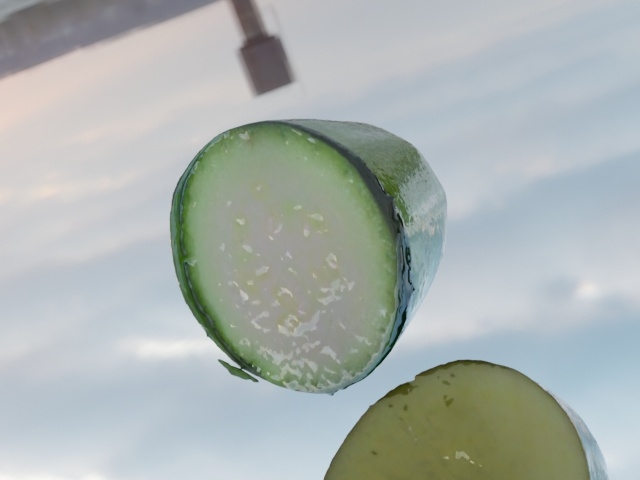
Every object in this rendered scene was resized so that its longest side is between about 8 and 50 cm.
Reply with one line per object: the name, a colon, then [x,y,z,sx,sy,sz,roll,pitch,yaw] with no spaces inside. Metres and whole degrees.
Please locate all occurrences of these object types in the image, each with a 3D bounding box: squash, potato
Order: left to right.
squash: [0.000,0.000,0.957,0.170,0.170,0.123,-15,-173,30]
potato: [0.111,0.177,1.031,0.178,0.204,0.158,24,-174,26]
